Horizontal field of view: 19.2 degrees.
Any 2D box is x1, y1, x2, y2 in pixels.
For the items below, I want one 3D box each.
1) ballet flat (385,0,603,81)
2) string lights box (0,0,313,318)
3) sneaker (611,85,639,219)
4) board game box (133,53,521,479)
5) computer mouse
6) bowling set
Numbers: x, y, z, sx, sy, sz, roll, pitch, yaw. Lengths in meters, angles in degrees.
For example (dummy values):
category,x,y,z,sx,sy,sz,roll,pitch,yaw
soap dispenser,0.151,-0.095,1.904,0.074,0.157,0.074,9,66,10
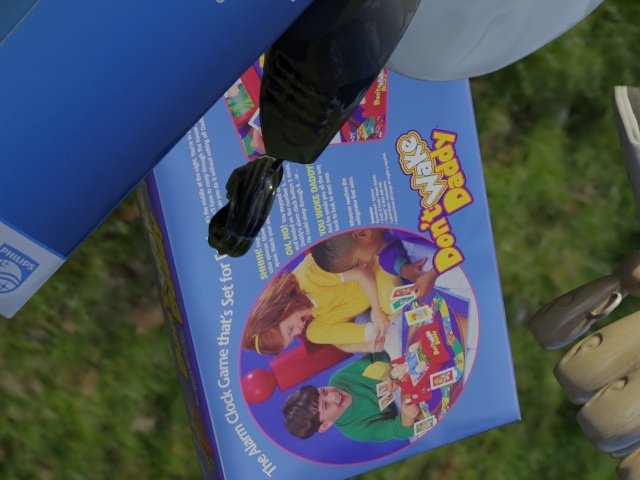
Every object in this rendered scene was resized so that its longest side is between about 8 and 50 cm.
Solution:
category,x,y,z,sx,sy,sz,roll,pitch,yaw
ballet flat,0.162,-0.228,0.804,0.400,0.139,0.139,-43,141,-11
string lights box,-0.059,-0.109,0.677,0.077,0.133,0.260,36,113,-26
sneaker,0.358,-0.100,1.650,0.321,0.180,0.124,-43,119,-70
board game box,0.000,0.000,1.338,0.233,0.078,0.347,-17,115,-15
computer mouse,-0.016,-0.051,0.745,0.071,0.041,0.242,-64,-174,-27
bowling set,0.296,0.131,1.552,0.154,0.287,0.200,-33,110,7
